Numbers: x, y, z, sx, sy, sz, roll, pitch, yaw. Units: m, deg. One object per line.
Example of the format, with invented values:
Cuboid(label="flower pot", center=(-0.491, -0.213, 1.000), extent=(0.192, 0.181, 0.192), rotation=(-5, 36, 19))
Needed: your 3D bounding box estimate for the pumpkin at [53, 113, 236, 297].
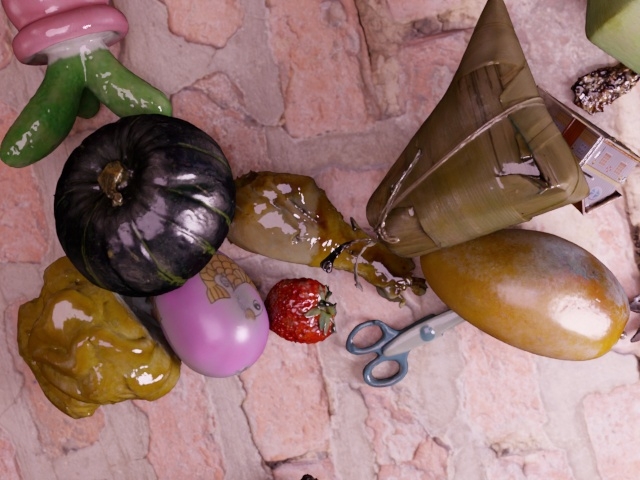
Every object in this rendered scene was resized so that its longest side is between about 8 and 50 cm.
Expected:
Cuboid(label="pumpkin", center=(-0.300, -0.063, 1.504), extent=(0.323, 0.241, 0.323), rotation=(-13, 58, 20))

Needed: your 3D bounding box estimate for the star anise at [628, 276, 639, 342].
Cuboid(label="star anise", center=(0.648, 0.126, 1.576), extent=(0.182, 0.065, 0.195), rotation=(36, 95, 1))

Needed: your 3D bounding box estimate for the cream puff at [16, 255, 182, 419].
Cuboid(label="cream puff", center=(-0.432, 0.201, 1.619), extent=(0.270, 0.274, 0.323), rotation=(-42, 89, 4))

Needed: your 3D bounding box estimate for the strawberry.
Cuboid(label="strawberry", center=(-0.044, 0.133, 1.635), extent=(0.148, 0.131, 0.131), rotation=(-5, 96, 9))

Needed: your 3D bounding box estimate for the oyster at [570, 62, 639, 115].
Cuboid(label="oyster", center=(0.515, -0.284, 1.565), extent=(0.086, 0.029, 0.132), rotation=(43, 101, 1))

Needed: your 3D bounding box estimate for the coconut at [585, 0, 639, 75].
Cuboid(label="coconut", center=(0.574, -0.405, 1.412), extent=(0.328, 0.328, 0.281), rotation=(38, 117, 2))

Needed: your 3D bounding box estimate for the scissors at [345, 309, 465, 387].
Cuboid(label="scissors", center=(0.193, 0.174, 1.650), extent=(0.289, 0.041, 0.138), rotation=(-27, 96, 12))

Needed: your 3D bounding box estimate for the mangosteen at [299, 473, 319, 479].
Cuboid(label="mangosteen", center=(-0.071, 0.631, 1.608), extent=(0.329, 0.330, 0.330), rotation=(1, 96, 7))

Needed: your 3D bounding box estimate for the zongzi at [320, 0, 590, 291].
Cuboid(label="zongzi", center=(0.180, -0.157, 1.476), extent=(0.446, 0.181, 0.418), rotation=(-22, 72, 22))

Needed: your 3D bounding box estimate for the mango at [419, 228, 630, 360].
Cuboid(label="mango", center=(0.359, 0.082, 1.533), extent=(0.383, 0.199, 0.222), rotation=(22, 55, 8))

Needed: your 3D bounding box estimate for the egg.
Cuboid(label="egg", center=(-0.211, 0.126, 1.617), extent=(0.271, 0.196, 0.196), rotation=(45, 100, 11))

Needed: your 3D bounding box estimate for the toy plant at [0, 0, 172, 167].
Cuboid(label="toy plant", center=(-0.469, -0.339, 1.582), extent=(0.316, 0.210, 0.356), rotation=(-19, 99, -17))

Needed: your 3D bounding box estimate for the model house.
Cuboid(label="model house", center=(0.429, -0.152, 1.518), extent=(0.207, 0.219, 0.136), rotation=(21, 111, -34))

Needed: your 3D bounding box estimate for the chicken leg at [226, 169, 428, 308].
Cuboid(label="chicken leg", center=(0.000, 0.000, 1.617), extent=(0.429, 0.153, 0.201), rotation=(26, 111, -4))
